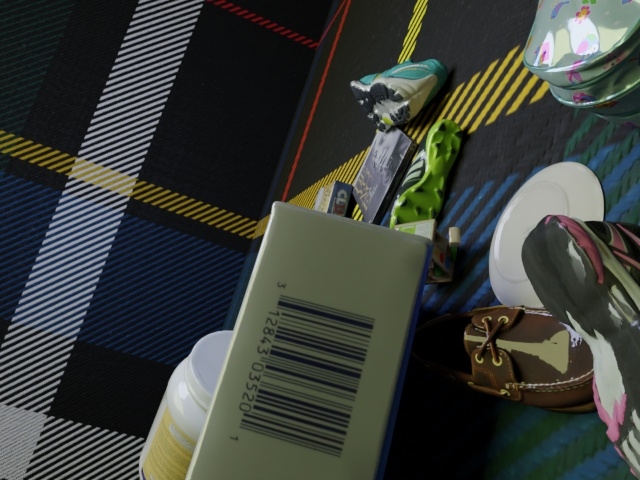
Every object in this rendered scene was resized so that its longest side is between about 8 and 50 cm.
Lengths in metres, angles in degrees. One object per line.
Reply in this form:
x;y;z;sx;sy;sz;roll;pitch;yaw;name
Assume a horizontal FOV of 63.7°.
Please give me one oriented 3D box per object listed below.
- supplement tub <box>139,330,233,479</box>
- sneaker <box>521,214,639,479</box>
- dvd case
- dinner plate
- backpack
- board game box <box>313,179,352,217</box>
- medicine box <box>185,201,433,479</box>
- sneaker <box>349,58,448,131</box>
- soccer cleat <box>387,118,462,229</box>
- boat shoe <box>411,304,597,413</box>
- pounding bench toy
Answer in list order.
-0.210;0.372;1.037;0.241;0.240;0.332;-94;28;-60;supplement tub
0.188;0.053;0.276;0.072;0.077;0.178;102;156;-57;sneaker
0.110;-0.132;0.956;0.221;0.018;0.165;-101;33;-66;dvd case
0.191;-0.006;0.460;0.141;0.017;0.141;-162;90;-76;dinner plate
0.223;-0.173;0.354;0.152;0.115;0.182;-152;79;-74;backpack
0.000;0.000;1.121;0.165;0.042;0.244;175;111;-78;board game box
0.000;0.143;0.535;0.289;0.148;0.264;78;-153;-72;medicine box
0.134;-0.260;0.907;0.110;0.107;0.275;-38;20;-4;sneaker
0.139;-0.076;0.693;0.072;0.060;0.179;154;141;-85;soccer cleat
0.141;0.088;0.403;0.207;0.073;0.073;-37;34;65;boat shoe
0.131;0.015;0.581;0.083;0.065;0.052;-9;56;39;pounding bench toy
